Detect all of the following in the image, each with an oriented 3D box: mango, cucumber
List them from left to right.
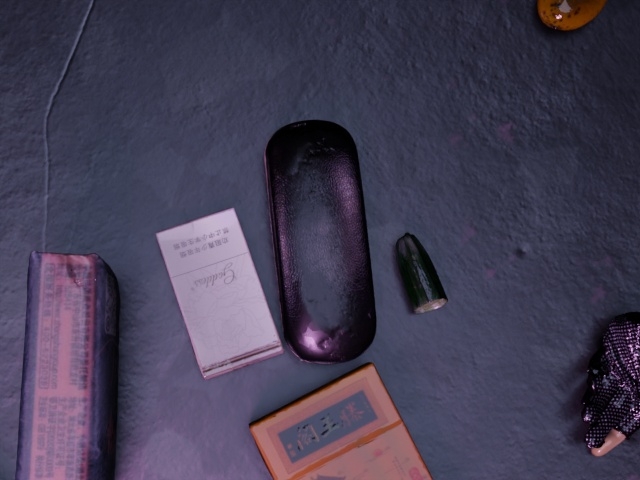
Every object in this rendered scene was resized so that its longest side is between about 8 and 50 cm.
[{"bbox_3d":[0.124,0.041,1.422,0.048,0.048,0.105,-21,82,-8],"label":"cucumber"},{"bbox_3d":[0.343,-0.329,1.491,0.114,0.057,0.079,-40,83,-17],"label":"mango"}]

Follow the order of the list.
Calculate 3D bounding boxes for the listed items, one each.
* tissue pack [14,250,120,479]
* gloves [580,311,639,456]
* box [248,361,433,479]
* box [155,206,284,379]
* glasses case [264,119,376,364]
[{"bbox_3d":[-0.287,0.179,1.274,0.103,0.228,0.315,2,82,-5],"label":"tissue pack"},{"bbox_3d":[0.394,0.194,1.411,0.129,0.106,0.180,28,109,1],"label":"gloves"},{"bbox_3d":[0.047,0.311,1.363,0.174,0.076,0.274,-26,85,-9],"label":"box"},{"bbox_3d":[-0.129,0.067,1.405,0.109,0.029,0.198,-19,83,-7],"label":"box"},{"bbox_3d":[0.000,0.000,1.401,0.122,0.075,0.314,-6,82,-8],"label":"glasses case"}]
